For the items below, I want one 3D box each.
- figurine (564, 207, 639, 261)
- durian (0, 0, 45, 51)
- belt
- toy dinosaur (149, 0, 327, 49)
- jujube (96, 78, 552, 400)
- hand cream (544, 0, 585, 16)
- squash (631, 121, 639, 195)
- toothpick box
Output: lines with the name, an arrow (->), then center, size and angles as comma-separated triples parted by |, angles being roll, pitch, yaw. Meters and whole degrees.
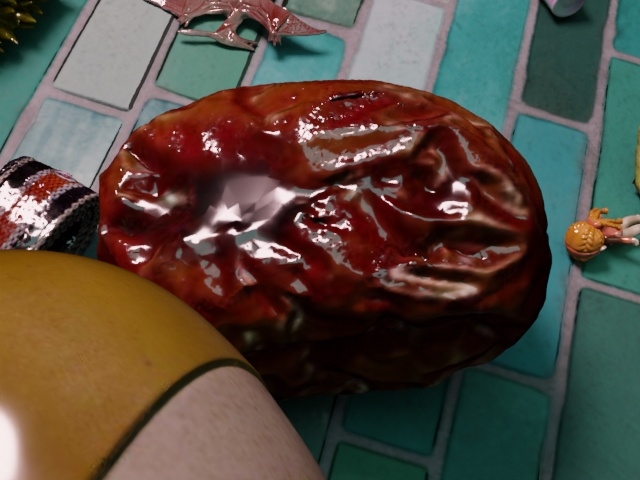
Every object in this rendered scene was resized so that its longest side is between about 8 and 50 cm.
figurine -> 0.308, -0.011, 0.988 | 0.109, 0.047, 0.064 | -15, 35, -24
durian -> -0.475, -0.291, 0.958 | 0.394, 0.163, 0.198 | 7, 57, 2
belt -> -0.328, 0.065, 0.803 | 0.094, 0.126, 0.359 | 26, 54, 17
toy dinosaur -> -0.098, -0.264, 1.071 | 0.220, 0.032, 0.108 | 12, 63, 9
jujube -> 0.001, -0.001, 0.809 | 0.377, 0.276, 0.276 | -2, 61, -6
hand cream -> 0.281, -0.357, 1.181 | 0.076, 0.047, 0.174 | -11, 54, -14
squash -> 0.431, -0.078, 0.943 | 0.133, 0.220, 0.220 | -16, 64, -13
toothpick box -> -0.191, 0.220, 0.569 | 0.409, 0.409, 0.425 | -23, 63, -20
